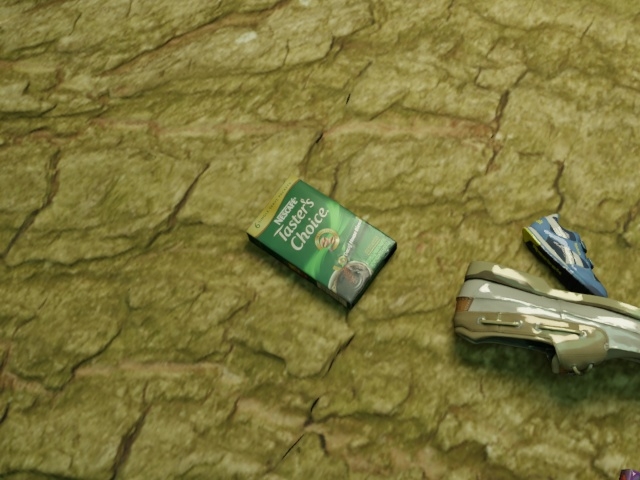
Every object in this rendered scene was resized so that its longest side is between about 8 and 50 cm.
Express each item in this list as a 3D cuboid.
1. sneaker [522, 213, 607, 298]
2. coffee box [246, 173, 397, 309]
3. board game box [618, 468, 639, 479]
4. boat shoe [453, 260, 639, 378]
[{"bbox_3d":[0.337,0.023,0.979,0.059,0.053,0.144,-36,73,-9],"label":"sneaker"},{"bbox_3d":[0.000,0.000,1.021,0.184,0.040,0.113,35,78,15],"label":"coffee box"},{"bbox_3d":[0.411,0.464,0.828,0.208,0.056,0.346,16,74,14],"label":"board game box"},{"bbox_3d":[0.318,0.122,0.923,0.302,0.113,0.103,17,75,21],"label":"boat shoe"}]
